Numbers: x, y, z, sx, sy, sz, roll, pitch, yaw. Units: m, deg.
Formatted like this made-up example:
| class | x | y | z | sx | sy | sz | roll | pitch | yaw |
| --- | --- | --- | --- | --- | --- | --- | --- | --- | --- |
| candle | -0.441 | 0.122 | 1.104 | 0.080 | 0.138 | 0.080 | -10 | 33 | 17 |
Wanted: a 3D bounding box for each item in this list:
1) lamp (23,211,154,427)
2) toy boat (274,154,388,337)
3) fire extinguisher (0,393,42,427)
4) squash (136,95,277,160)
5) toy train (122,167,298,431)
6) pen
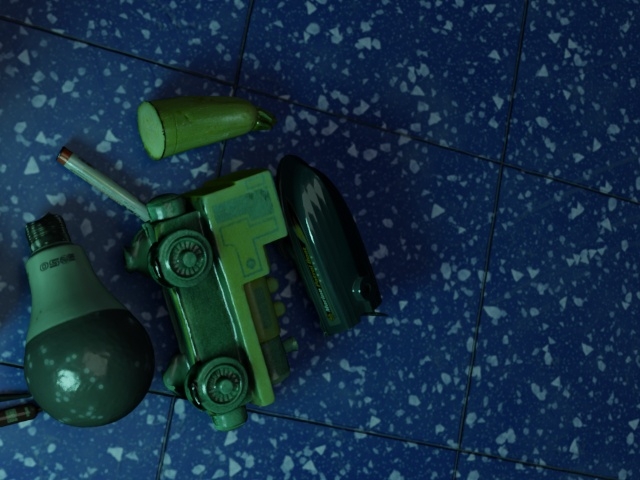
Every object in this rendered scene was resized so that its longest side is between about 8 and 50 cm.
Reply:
| class | x | y | z | sx | sy | sz | roll | pitch | yaw |
| --- | --- | --- | --- | --- | --- | --- | --- | --- | --- |
| lamp | -0.365 | 0.120 | 1.702 | 0.182 | 0.182 | 0.314 | -33 | 83 | -22 |
| toy boat | -0.002 | 0.002 | 1.877 | 0.114 | 0.122 | 0.296 | -37 | 110 | -43 |
| fire extinguisher | -0.437 | 0.240 | 1.729 | 0.100 | 0.032 | 0.046 | -13 | 55 | -23 |
| squash | -0.166 | -0.180 | 1.859 | 0.224 | 0.094 | 0.094 | -9 | 88 | -29 |
| toy train | -0.141 | 0.093 | 1.792 | 0.237 | 0.150 | 0.369 | -21 | 103 | -30 |
| pen | -0.296 | -0.064 | 1.816 | 0.239 | 0.028 | 0.028 | 36 | 72 | -15 |
